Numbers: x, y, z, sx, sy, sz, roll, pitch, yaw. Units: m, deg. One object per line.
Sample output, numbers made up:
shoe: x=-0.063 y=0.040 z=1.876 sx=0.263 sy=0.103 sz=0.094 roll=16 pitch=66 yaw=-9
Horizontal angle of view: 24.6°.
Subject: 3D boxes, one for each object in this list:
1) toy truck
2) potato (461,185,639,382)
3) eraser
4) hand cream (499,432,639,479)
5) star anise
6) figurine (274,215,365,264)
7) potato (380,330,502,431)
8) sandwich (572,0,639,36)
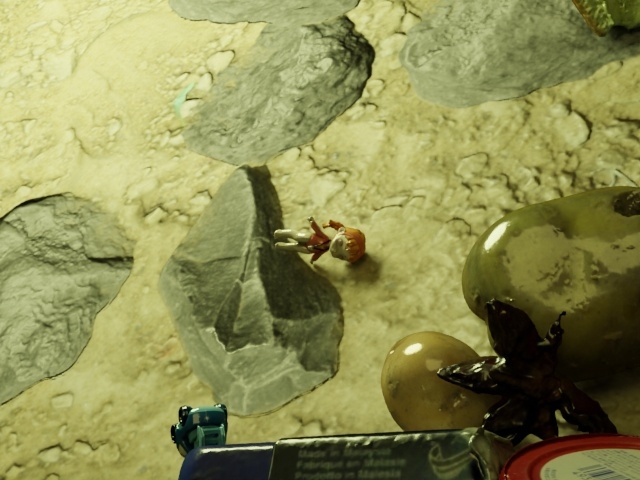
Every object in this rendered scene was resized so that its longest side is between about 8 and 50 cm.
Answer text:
toy truck: x=-0.124 y=0.224 z=1.572 sx=0.056 sy=0.073 sz=0.090 roll=-1 pitch=52 yaw=-20
potato: x=0.294 y=0.040 z=1.485 sx=0.296 sy=0.141 sz=0.192 roll=-15 pitch=74 yaw=14
eraser: x=0.031 y=0.257 z=1.412 sx=0.332 sy=0.155 sz=0.102 roll=-6 pitch=50 yaw=19
hand cream: x=0.256 y=0.265 z=1.244 sx=0.230 sy=0.149 sz=0.230 roll=-2 pitch=14 yaw=0
star anise: x=0.191 y=0.151 z=1.425 sx=0.157 sy=0.212 sz=0.053 roll=-26 pitch=18 yaw=9
figurine: x=0.000 y=0.000 z=1.724 sx=0.109 sy=0.064 sz=0.047 roll=4 pitch=31 yaw=15
potato: x=0.124 y=0.149 z=1.505 sx=0.147 sy=0.112 sz=0.112 roll=34 pitch=69 yaw=33
sandwich: x=0.350 y=-0.373 z=1.855 sx=0.122 sy=0.128 sz=0.236 roll=-26 pitch=44 yaw=12
